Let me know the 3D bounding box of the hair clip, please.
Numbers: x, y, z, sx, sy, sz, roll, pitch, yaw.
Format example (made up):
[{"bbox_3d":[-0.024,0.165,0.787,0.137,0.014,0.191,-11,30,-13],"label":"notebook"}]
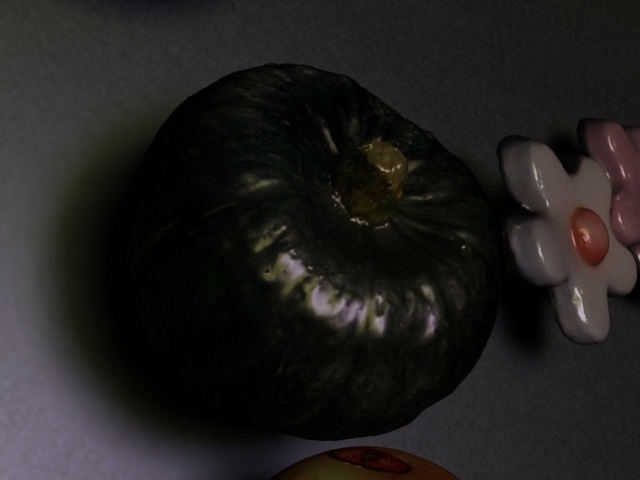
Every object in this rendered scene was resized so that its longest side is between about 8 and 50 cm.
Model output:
[{"bbox_3d":[0.190,-0.012,0.878,0.257,0.075,0.146,-18,80,-44],"label":"hair clip"}]

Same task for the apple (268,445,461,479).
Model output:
[{"bbox_3d":[0.027,0.175,0.641,0.131,0.146,0.146,-26,90,-49],"label":"apple"}]

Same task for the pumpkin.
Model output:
[{"bbox_3d":[0.000,0.003,0.672,0.212,0.152,0.211,19,59,-34],"label":"pumpkin"}]
